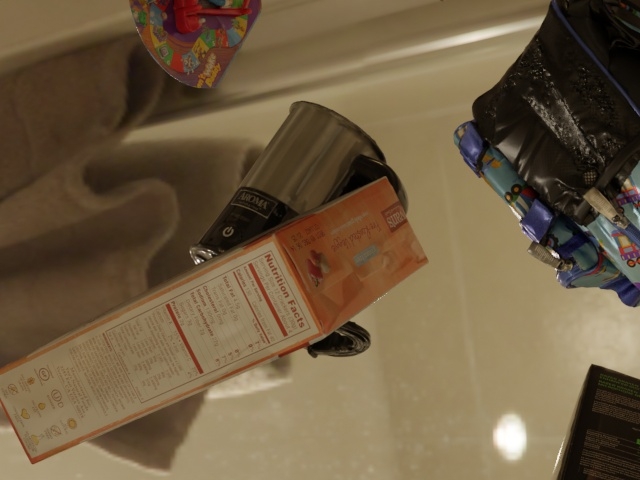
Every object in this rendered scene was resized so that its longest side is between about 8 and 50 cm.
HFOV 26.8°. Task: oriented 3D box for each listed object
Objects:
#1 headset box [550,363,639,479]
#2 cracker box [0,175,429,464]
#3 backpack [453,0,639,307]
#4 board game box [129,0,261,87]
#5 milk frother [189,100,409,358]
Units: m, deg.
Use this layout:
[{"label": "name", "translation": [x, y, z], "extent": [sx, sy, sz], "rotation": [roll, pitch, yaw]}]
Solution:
[{"label": "headset box", "translation": [0.206, 0.257, 0.957], "extent": [0.283, 0.131, 0.246], "rotation": [-48, -27, -66]}, {"label": "cracker box", "translation": [-0.067, 0.047, 0.824], "extent": [0.067, 0.232, 0.156], "rotation": [64, -151, -2]}, {"label": "backpack", "translation": [0.167, -0.023, 0.589], "extent": [0.158, 0.117, 0.173], "rotation": [-12, -123, -48]}, {"label": "board game box", "translation": [-0.098, -0.221, 1.205], "extent": [0.133, 0.033, 0.168], "rotation": [50, -127, -35]}, {"label": "milk frother", "translation": [0.000, 0.000, 0.977], "extent": [0.134, 0.129, 0.143], "rotation": [-55, -21, -16]}]
